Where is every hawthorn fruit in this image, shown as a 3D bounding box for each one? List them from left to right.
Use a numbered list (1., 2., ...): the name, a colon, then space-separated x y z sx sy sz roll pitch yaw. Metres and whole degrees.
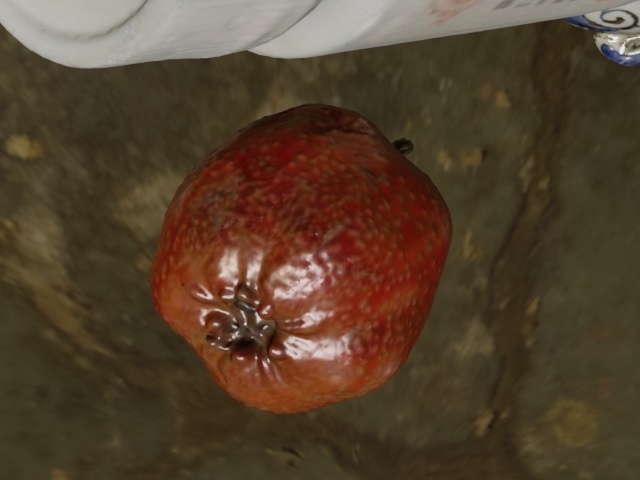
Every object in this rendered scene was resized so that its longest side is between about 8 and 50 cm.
1. hawthorn fruit: 0.000 0.000 1.356 0.205 0.205 0.253 36 41 6

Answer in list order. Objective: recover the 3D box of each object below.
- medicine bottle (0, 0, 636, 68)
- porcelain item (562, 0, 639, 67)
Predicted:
1. medicine bottle: 0.021 -0.197 0.913 0.371 0.211 0.211 -13 79 -43
2. porcelain item: 0.261 -0.206 1.166 0.288 0.186 0.138 1 62 2
